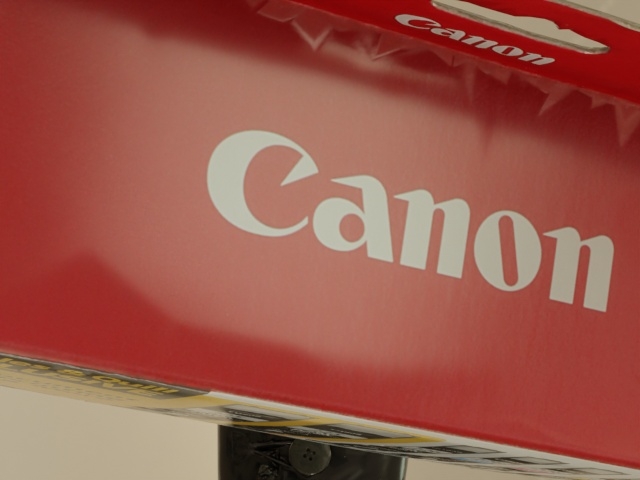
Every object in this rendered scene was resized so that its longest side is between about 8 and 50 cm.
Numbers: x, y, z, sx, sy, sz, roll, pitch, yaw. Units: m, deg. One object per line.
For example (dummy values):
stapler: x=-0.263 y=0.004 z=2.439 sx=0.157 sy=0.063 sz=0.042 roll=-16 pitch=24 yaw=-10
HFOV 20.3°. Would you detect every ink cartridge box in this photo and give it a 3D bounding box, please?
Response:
ink cartridge box: x=0.000 y=0.000 z=0.597 sx=0.272 sy=0.309 sz=0.130 roll=-8 pitch=-108 yaw=63

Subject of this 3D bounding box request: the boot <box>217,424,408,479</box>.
boot: x=0.042 y=0.155 z=1.083 sx=0.094 sy=0.246 sz=0.207 roll=21 pitch=76 yaw=-74
